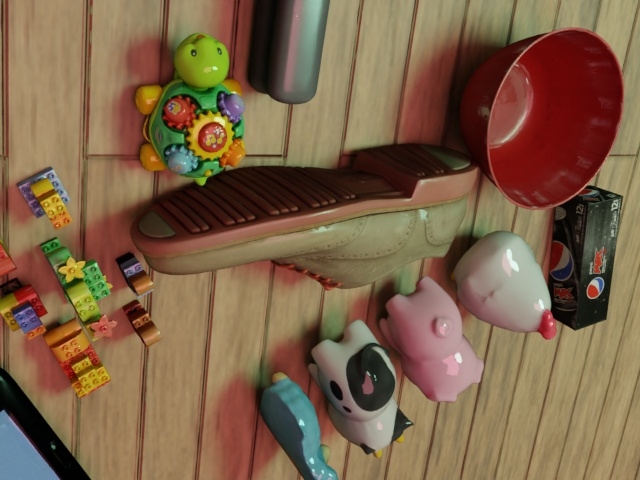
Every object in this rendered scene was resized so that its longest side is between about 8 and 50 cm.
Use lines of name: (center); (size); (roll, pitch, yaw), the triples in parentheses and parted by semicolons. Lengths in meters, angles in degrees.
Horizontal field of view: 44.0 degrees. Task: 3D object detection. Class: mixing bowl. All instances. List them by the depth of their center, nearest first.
mixing bowl: (0.212, -0.132, 0.818); (0.181, 0.098, 0.181); (-11, 115, -26)

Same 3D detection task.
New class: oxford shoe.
oxford shoe: (0.000, 0.000, 0.734); (0.348, 0.123, 0.130); (-10, 120, -26)

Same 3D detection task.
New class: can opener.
can opener: (0.006, -0.257, 0.659); (0.095, 0.076, 0.284); (-2, 112, -29)

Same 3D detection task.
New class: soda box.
soda box: (0.321, 0.021, 0.973); (0.060, 0.053, 0.169); (-13, 115, -25)

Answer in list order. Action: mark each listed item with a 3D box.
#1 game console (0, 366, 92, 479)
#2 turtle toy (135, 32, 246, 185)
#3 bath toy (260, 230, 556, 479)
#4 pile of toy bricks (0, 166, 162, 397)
game console: (-0.241, 0.277, 0.701); (0.213, 0.044, 0.361); (-50, 122, -41)
turtle toy: (-0.101, -0.107, 0.661); (0.095, 0.066, 0.130); (-12, 115, -27)
bath toy: (0.110, 0.127, 0.847); (0.348, 0.129, 0.151); (-33, 157, -14)
pile of toy bricks: (-0.196, 0.044, 0.642); (0.118, 0.105, 0.212); (-31, 122, -17)
